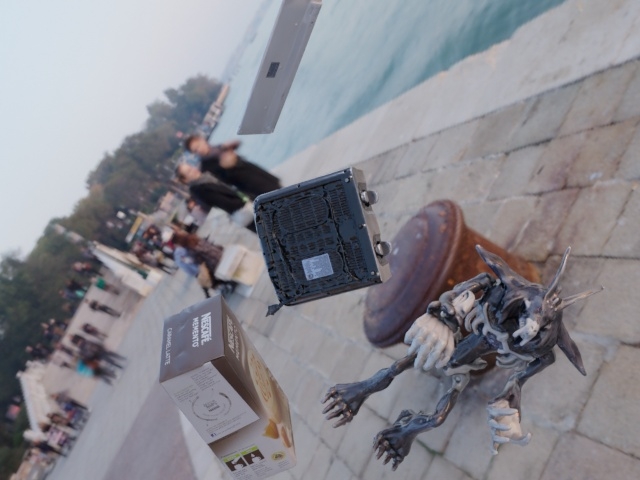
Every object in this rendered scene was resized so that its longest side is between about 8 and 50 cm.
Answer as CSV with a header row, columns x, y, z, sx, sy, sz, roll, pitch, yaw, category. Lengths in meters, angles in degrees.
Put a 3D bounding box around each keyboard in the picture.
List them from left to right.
x,y,z,sx,sy,sz,roll,pitch,yaw,category
-0.069,-0.274,1.163,0.014,0.072,0.256,56,136,35,keyboard

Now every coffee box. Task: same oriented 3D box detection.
x,y,z,sx,sy,sz,roll,pitch,yaw,category
-0.131,0.222,1.066,0.098,0.246,0.141,-23,34,5,coffee box

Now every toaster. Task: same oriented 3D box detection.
x,y,z,sx,sy,sz,roll,pitch,yaw,category
0.000,0.000,1.036,0.186,0.168,0.110,-16,-2,19,toaster

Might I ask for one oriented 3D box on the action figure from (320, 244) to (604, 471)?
x,y,z,sx,sy,sz,roll,pitch,yaw,category
0.140,0.121,0.691,0.276,0.164,0.141,-41,5,24,action figure
